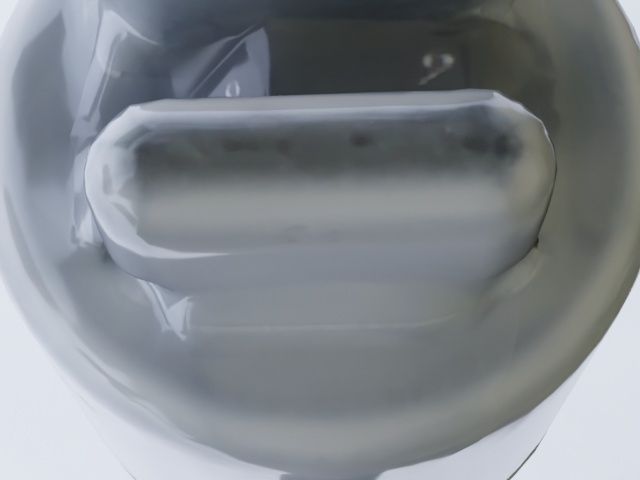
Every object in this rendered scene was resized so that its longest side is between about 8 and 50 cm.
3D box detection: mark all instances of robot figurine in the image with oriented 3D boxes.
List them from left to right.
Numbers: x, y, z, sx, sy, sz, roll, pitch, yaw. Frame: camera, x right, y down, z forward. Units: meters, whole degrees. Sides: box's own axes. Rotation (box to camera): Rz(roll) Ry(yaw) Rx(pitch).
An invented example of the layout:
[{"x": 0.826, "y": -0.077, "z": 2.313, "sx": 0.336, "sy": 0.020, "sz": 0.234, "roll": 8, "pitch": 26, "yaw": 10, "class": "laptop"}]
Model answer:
[{"x": 0.000, "y": 0.000, "z": 0.547, "sx": 0.353, "sy": 0.200, "sz": 0.300, "roll": 88, "pitch": -177, "yaw": -70, "class": "robot figurine"}]
